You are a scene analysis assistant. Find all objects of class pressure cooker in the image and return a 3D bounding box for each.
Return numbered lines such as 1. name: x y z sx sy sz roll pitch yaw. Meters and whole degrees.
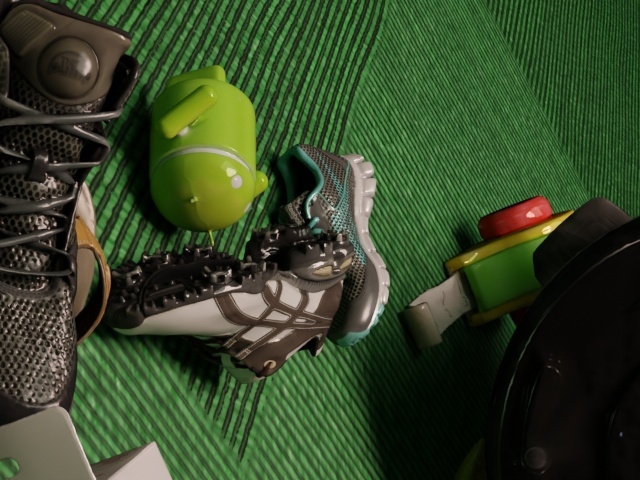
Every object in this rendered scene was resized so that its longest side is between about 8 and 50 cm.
1. pressure cooker: 0.324 0.142 1.313 0.420 0.376 0.369 3 87 -76

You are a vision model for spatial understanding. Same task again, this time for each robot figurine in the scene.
1. robot figurine: -0.074 -0.054 1.062 0.101 0.067 0.115 64 19 -49

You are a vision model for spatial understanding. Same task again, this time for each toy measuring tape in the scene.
1. toy measuring tape: 0.171 0.028 1.483 0.121 0.121 0.330 68 22 -1

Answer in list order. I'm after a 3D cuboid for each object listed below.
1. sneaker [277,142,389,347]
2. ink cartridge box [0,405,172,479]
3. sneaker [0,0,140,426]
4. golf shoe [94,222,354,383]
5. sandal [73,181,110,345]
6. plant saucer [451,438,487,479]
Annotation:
1. sneaker: 0.000 0.000 1.212 0.076 0.065 0.166 25 43 -37
2. ink cartridge box: -0.104 0.160 0.753 0.181 0.104 0.061 67 22 -5
3. sneaker: -0.140 -0.023 0.785 0.087 0.130 0.227 11 56 -31
4. golf shoe: -0.051 0.047 1.008 0.198 0.077 0.093 -10 111 -47
5. sandal: -0.137 0.023 0.873 0.072 0.049 0.180 53 27 -33
6. plant saucer: 0.124 0.270 1.251 0.188 0.045 0.188 64 23 -13
